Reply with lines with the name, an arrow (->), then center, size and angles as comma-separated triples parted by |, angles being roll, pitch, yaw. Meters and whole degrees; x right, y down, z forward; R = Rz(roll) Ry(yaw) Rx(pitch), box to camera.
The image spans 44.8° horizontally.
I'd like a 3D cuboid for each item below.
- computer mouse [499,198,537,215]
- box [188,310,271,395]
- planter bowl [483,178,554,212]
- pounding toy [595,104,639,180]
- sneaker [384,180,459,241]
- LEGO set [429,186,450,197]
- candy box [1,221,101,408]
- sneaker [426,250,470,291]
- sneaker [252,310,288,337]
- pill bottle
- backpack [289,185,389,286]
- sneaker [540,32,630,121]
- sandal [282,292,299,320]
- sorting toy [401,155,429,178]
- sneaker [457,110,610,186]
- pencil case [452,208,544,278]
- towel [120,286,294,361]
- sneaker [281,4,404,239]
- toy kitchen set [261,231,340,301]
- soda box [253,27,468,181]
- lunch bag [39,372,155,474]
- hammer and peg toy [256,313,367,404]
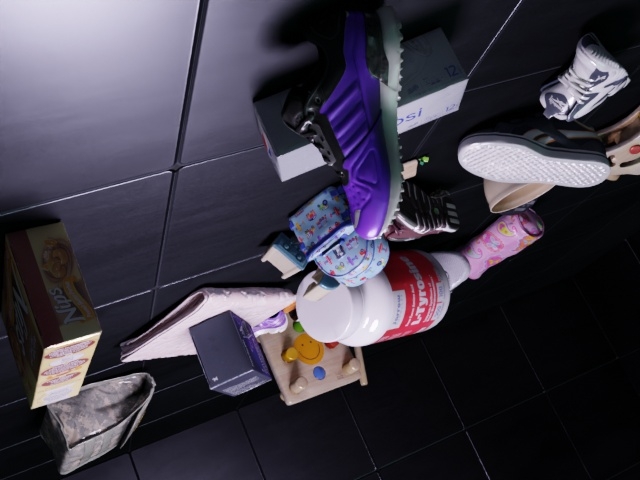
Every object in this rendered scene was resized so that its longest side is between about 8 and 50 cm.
computer mouse -> 0.543, -0.155, 1.904 | 0.184, 0.060, 0.262 | -4, 149, -12
box -> -0.208, 0.269, 1.818 | 0.108, 0.153, 0.207 | -24, 163, 1
planter bowl -> 0.424, -0.146, 1.699 | 0.162, 0.109, 0.162 | -22, 165, -6
pounding toy -> 0.723, -0.256, 1.861 | 0.154, 0.155, 0.269 | 13, 139, -17
sneaker -> 0.174, -0.043, 1.687 | 0.162, 0.106, 0.281 | -19, 160, 33
LEGO set -> 0.250, -0.101, 1.758 | 0.083, 0.023, 0.054 | -10, 160, -3
candy box -> -0.427, 0.127, 1.205 | 0.088, 0.183, 0.316 | -16, 161, -30
sneaker -> 0.339, 0.125, 2.374 | 0.210, 0.137, 0.366 | -7, 161, -48
sneaker -> -0.174, 0.214, 2.068 | 0.170, 0.068, 0.071 | -14, 120, -2
pill bottle -> 0.134, 0.144, 1.965 | 0.229, 0.229, 0.408 | -37, 160, 35
backpack -> 0.041, 0.000, 1.494 | 0.158, 0.173, 0.117 | -33, 162, 29
sneaker -> 0.456, -0.274, 1.379 | 0.153, 0.094, 0.235 | -41, 168, 22
sandal -> 0.001, 0.170, 2.122 | 0.265, 0.076, 0.102 | -19, 162, -18
sorting toy -> 0.175, -0.142, 1.530 | 0.083, 0.012, 0.062 | -20, 158, -3
sneaker -> 0.422, -0.192, 1.570 | 0.321, 0.127, 0.126 | 7, 148, -15
pencil case -> 0.521, 0.004, 2.293 | 0.124, 0.124, 0.284 | -10, 159, -40
towel -> -0.269, 0.195, 1.864 | 0.317, 0.053, 0.332 | -33, 161, 27
sneaker -> 0.023, -0.141, 0.976 | 0.146, 0.293, 0.102 | -5, -160, -10
toy kitchen set -> 0.000, 0.000, 1.638 | 0.122, 0.166, 0.207 | -39, -165, 40
soda box -> 0.056, -0.189, 1.085 | 0.286, 0.091, 0.098 | -23, 165, -5
lunch bag -> -0.585, 0.478, 2.092 | 0.287, 0.169, 0.235 | -23, 162, -35
hammer and peg toy -> 0.012, 0.306, 2.223 | 0.361, 0.266, 0.127 | -12, 159, -33
